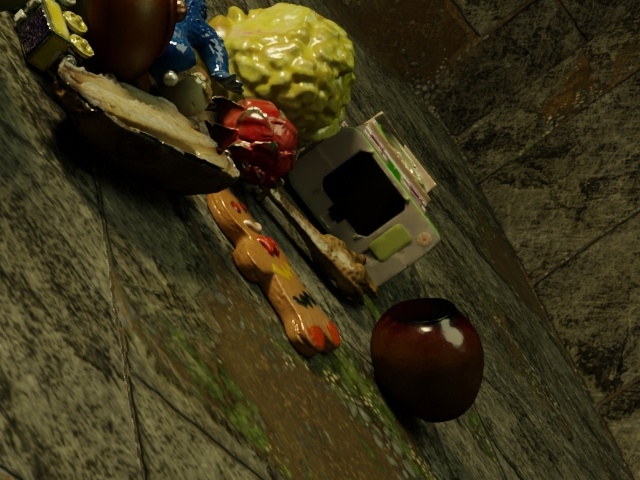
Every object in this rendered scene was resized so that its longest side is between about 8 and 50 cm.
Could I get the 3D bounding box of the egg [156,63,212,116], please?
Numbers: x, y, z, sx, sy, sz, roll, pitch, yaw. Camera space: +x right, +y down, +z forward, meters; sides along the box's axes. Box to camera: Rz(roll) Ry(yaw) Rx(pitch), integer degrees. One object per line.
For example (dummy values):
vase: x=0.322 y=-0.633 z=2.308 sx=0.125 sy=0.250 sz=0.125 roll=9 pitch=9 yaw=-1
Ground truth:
egg: x=-0.181 y=-0.203 z=1.963 sx=0.083 sy=0.071 sz=0.071 roll=49 pitch=7 yaw=38

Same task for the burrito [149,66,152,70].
burrito: x=-0.203 y=-0.239 z=2.044 sx=0.074 sy=0.044 sz=0.118 roll=59 pitch=9 yaw=3

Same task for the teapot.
teapot: x=-0.217 y=-0.289 z=1.725 sx=0.135 sy=0.252 sz=0.178 roll=-1 pitch=19 yaw=-28

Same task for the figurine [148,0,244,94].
figurine: x=-0.199 y=-0.274 z=1.884 sx=0.164 sy=0.120 sz=0.262 roll=-1 pitch=32 yaw=-28

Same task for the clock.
clock: x=0.080 y=-0.088 z=2.405 sx=0.235 sy=0.166 sz=0.309 roll=53 pitch=11 yaw=-7

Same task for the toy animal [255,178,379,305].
toy animal: x=0.003 y=0.006 z=2.135 sx=0.275 sy=0.054 sz=0.149 roll=39 pitch=17 yaw=-48

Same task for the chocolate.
chocolate: x=0.144 y=0.168 z=2.031 sx=0.176 sy=0.177 sz=0.176 roll=51 pitch=13 yaw=-16

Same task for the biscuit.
biscuit: x=-0.059 y=0.034 z=1.863 sx=0.250 sy=0.036 sz=0.165 roll=56 pitch=11 yaw=7

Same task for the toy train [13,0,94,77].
toy train: x=-0.309 y=-0.255 z=1.658 sx=0.081 sy=0.060 sz=0.202 roll=32 pitch=23 yaw=-41

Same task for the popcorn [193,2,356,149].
popcorn: x=-0.064 y=-0.239 z=2.204 sx=0.259 sy=0.259 sz=0.212 roll=-98 pitch=175 yaw=-65

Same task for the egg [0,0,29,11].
egg: x=-0.328 y=-0.331 z=1.412 sx=0.219 sy=0.219 sz=0.269 roll=44 pitch=31 yaw=-39

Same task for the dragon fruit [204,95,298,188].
dragon fruit: x=-0.093 y=-0.134 z=2.027 sx=0.121 sy=0.130 sz=0.142 roll=-9 pitch=60 yaw=-39

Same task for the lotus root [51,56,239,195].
lotus root: x=-0.202 y=-0.109 z=1.640 sx=0.167 sy=0.078 sz=0.329 roll=41 pitch=9 yaw=22
